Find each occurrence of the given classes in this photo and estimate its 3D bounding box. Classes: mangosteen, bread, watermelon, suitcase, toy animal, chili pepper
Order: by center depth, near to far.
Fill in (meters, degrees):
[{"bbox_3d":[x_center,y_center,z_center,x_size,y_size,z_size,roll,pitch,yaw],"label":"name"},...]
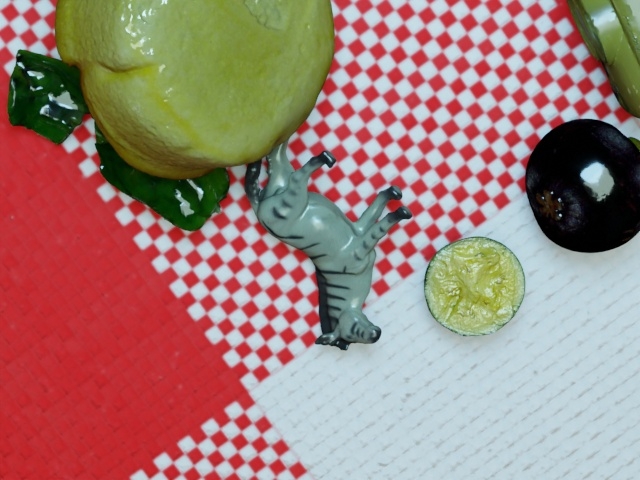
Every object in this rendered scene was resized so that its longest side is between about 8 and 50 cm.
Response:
[{"bbox_3d":[-0.111,-0.191,1.251,0.270,0.148,0.269,-3,95,-39],"label":"bread"},{"bbox_3d":[0.333,-0.210,1.290,0.143,0.194,0.234,-25,98,10],"label":"suitcase"},{"bbox_3d":[-0.201,-0.105,1.333,0.253,0.083,0.099,32,105,-3],"label":"chili pepper"},{"bbox_3d":[0.283,-0.062,1.349,0.151,0.137,0.137,-29,100,-34],"label":"mangosteen"},{"bbox_3d":[0.002,-0.001,1.362,0.217,0.073,0.176,38,109,-3],"label":"toy animal"},{"bbox_3d":[0.158,0.043,1.378,0.106,0.062,0.105,0,104,1],"label":"watermelon"}]
